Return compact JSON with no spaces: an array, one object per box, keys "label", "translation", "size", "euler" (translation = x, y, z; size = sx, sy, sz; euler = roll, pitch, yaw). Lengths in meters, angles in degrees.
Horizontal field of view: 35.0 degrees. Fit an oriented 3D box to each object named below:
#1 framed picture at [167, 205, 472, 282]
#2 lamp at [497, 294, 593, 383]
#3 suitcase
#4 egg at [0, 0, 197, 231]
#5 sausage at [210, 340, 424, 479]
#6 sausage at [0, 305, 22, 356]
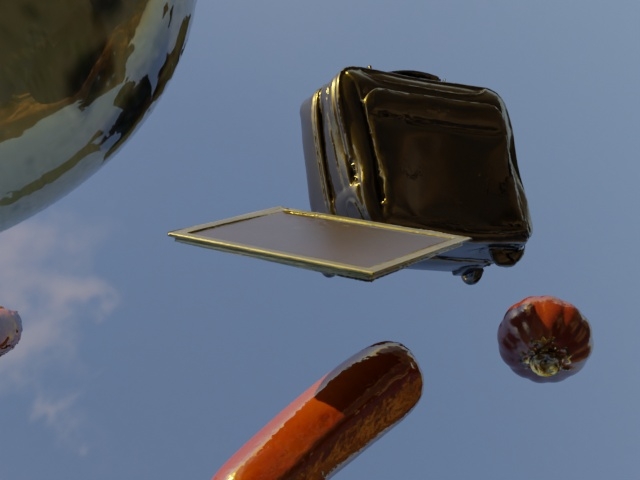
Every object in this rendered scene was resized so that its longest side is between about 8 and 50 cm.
[{"label":"framed picture","translation":[0.000,0.000,1.049],"size":[0.197,0.252,0.014],"euler":[-17,-68,-53]},{"label":"lamp","translation":[0.238,0.104,1.075],"size":[0.101,0.101,0.090],"euler":[31,-148,-11]},{"label":"suitcase","translation":[0.148,-0.110,1.602],"size":[0.345,0.188,0.339],"euler":[3,-113,-30]},{"label":"egg","translation":[-0.279,-0.172,0.725],"size":[0.345,0.345,0.428],"euler":[34,-108,-8]},{"label":"sausage","translation":[-0.008,0.201,1.033],"size":[0.089,0.083,0.300],"euler":[26,-132,37]},{"label":"sausage","translation":[-0.445,0.102,1.263],"size":[0.078,0.304,0.078],"euler":[-1,-102,4]}]
